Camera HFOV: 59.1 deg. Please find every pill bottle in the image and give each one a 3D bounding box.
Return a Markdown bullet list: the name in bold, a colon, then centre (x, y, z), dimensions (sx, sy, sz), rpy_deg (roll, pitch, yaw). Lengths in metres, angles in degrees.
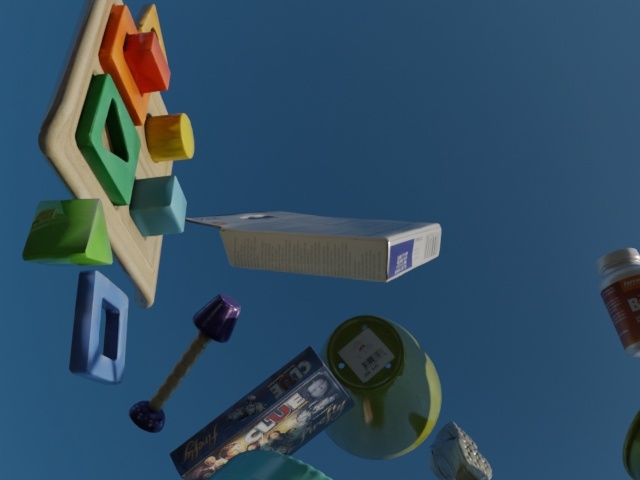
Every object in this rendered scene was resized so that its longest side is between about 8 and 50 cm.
- **pill bottle**: centre (0.678, 0.131, 1.212), dimensions (0.121, 0.121, 0.216), rpy_deg (-21, -120, 17)

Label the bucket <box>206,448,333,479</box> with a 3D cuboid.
- **bucket**: centre (-0.062, 0.360, 0.544), dimensions (0.281, 0.183, 0.281), rpy_deg (16, -59, 28)

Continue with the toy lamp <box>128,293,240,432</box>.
- **toy lamp**: centre (-0.238, 0.218, 1.015), dimensions (0.080, 0.080, 0.275), rpy_deg (35, -84, 11)

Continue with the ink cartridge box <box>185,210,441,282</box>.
- **ink cartridge box**: centre (0.000, 0.000, 0.622), dimensions (0.224, 0.223, 0.045), rpy_deg (6, -83, 24)

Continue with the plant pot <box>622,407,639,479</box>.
- **plant pot**: centre (0.787, 0.413, 0.939), dimensions (0.366, 0.353, 0.367), rpy_deg (-7, -63, -14)

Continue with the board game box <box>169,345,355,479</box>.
- **board game box**: centre (-0.076, 0.276, 0.834), dimensions (0.243, 0.165, 0.042), rpy_deg (-37, -129, -6)

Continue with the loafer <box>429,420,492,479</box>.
- **loafer**: centre (0.308, 0.506, 1.285), dimensions (0.112, 0.319, 0.111), rpy_deg (42, -90, 10)

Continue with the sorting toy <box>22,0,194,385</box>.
- **sorting toy**: centre (-0.128, -0.075, 0.409), dimensions (0.047, 0.196, 0.348), rpy_deg (-3, -126, -1)

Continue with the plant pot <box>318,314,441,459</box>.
- **plant pot**: centre (0.101, 0.259, 1.092), dimensions (0.274, 0.293, 0.275), rpy_deg (-4, -119, 7)
